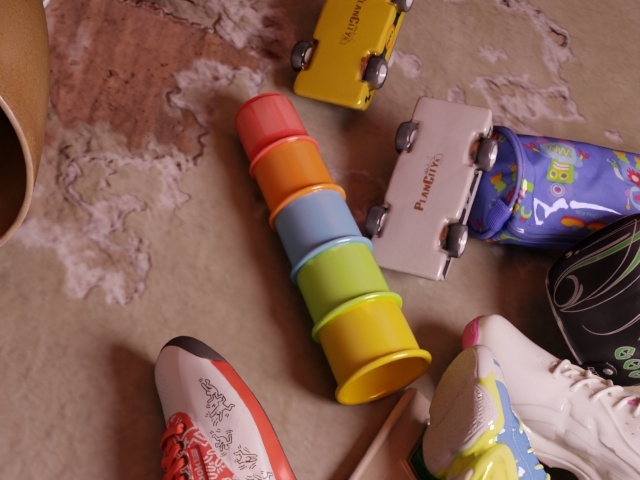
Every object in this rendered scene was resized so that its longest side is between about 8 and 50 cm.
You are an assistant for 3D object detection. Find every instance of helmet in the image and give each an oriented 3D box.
[{"bbox_3d":[0.320,0.055,1.067,0.169,0.161,0.169,47,25,-31],"label":"helmet"}]

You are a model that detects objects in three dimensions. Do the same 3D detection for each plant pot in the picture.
[{"bbox_3d":[-0.327,-0.148,0.930,0.237,0.237,0.254,19,39,-11],"label":"plant pot"}]

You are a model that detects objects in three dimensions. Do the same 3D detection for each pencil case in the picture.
[{"bbox_3d":[0.305,-0.035,1.171,0.306,0.119,0.133,9,42,-16],"label":"pencil case"}]

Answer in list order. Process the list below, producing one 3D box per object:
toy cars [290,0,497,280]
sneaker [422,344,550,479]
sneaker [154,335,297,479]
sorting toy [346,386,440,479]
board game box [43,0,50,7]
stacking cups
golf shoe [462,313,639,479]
[{"bbox_3d":[0.080,-0.132,1.156,0.176,0.087,0.394,-25,67,7],"label":"toy cars"},{"bbox_3d":[0.158,0.212,0.937,0.126,0.091,0.240,20,57,-21],"label":"sneaker"},{"bbox_3d":[-0.097,0.209,0.861,0.145,0.090,0.270,-22,72,-35],"label":"sneaker"},{"bbox_3d":[0.121,0.251,0.958,0.208,0.038,0.193,37,52,3],"label":"sorting toy"},{"bbox_3d":[-0.507,-0.383,1.099,0.389,0.050,0.390,-10,63,-27],"label":"board game box"},{"bbox_3d":[0.000,0.000,1.051,0.096,0.096,0.316,-9,58,-27],"label":"stacking cups"},{"bbox_3d":[0.263,0.168,0.998,0.306,0.140,0.115,47,28,9],"label":"golf shoe"}]
